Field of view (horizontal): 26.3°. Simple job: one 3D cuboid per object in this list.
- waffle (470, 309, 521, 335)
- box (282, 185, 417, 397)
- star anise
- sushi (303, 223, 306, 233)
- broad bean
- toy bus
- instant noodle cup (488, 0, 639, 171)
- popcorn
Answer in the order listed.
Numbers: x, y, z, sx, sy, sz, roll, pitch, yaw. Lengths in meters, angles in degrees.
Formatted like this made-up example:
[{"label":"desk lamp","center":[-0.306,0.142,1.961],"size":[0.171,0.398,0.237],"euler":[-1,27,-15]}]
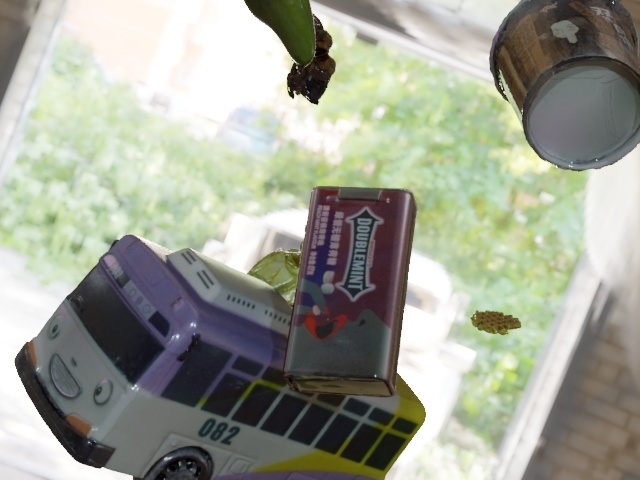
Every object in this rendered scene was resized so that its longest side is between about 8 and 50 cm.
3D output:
[{"label":"waffle","center":[0.277,0.131,2.174],"size":[0.078,0.016,0.085],"euler":[14,18,19]},{"label":"box","center":[0.034,0.053,1.462],"size":[0.120,0.224,0.069],"euler":[1,-26,13]},{"label":"star anise","center":[-0.013,-0.296,2.193],"size":[0.057,0.168,0.168],"euler":[-1,14,-25]},{"label":"sushi","center":[0.000,0.000,1.831],"size":[0.050,0.047,0.099],"euler":[2,-16,9]},{"label":"broad bean","center":[-0.077,-0.325,1.414],"size":[0.075,0.325,0.067],"euler":[-21,3,25]},{"label":"toy bus","center":[-0.103,0.171,1.584],"size":[0.440,0.249,0.209],"euler":[27,13,-43]},{"label":"instant noodle cup","center":[0.349,-0.217,1.877],"size":[0.217,0.217,0.207],"euler":[21,29,-12]},{"label":"popcorn","center":[-0.045,0.068,1.941],"size":[0.141,0.162,0.135],"euler":[-14,39,-36]}]
